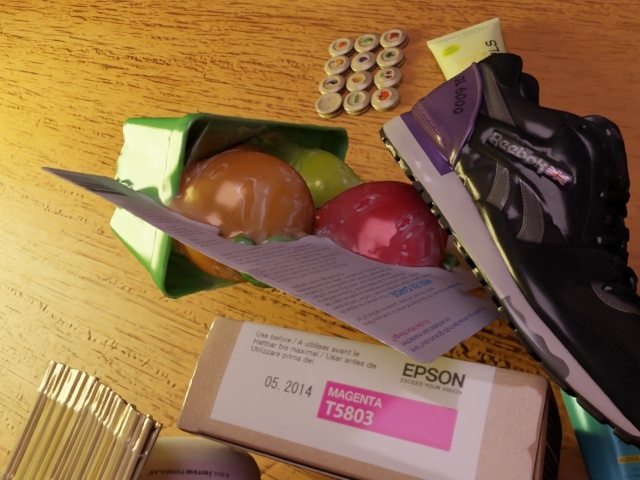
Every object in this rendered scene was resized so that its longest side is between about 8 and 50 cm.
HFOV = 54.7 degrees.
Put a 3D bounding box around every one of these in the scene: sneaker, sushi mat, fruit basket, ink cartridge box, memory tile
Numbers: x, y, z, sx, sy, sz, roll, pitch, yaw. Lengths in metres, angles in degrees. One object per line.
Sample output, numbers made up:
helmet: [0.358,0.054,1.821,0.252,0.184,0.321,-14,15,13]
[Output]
sneaker: [0.151,-0.015,0.386,0.124,0.107,0.283,-38,58,15]
sushi mat: [-0.212,0.245,0.414,0.152,0.019,0.316,11,75,45]
fruit basket: [0.000,0.000,0.539,0.353,0.327,0.165,28,110,27]
ink cartridge box: [0.049,0.139,0.457,0.235,0.193,0.088,7,68,25]
memory tile: [0.055,-0.223,0.817,0.113,0.012,0.147,-2,57,21]

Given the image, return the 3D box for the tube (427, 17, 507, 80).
tube: [0.186,-0.176,0.707,0.070,0.062,0.240,12,47,-18]

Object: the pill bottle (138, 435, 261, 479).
pill bottle: [-0.116,0.308,0.428,0.170,0.169,0.301,-16,53,11]

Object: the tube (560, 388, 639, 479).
tube: [0.228,0.187,0.445,0.080,0.052,0.207,3,54,-14]
